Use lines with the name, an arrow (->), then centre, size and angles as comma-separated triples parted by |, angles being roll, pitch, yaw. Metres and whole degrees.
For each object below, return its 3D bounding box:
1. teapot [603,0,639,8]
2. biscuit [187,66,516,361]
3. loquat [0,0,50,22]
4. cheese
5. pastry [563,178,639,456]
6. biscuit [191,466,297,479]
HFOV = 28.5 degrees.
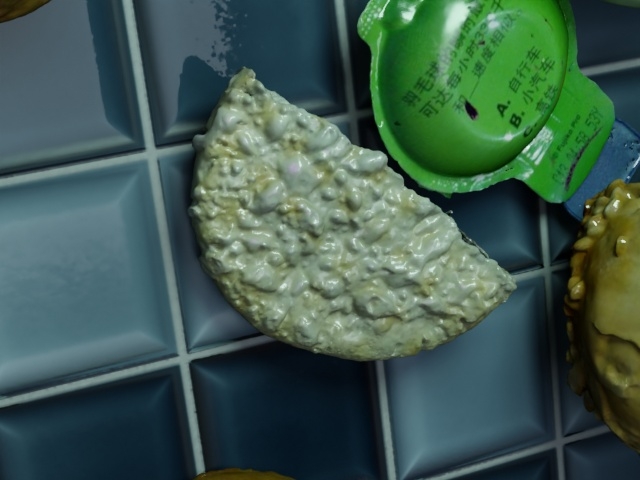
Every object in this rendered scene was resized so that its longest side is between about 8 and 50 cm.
teapot -> 0.190, -0.276, 0.945 | 0.318, 0.220, 0.149 | 15, 64, 13
biscuit -> 0.000, 0.000, 0.973 | 0.281, 0.084, 0.179 | 40, 105, -22
loquat -> -0.233, -0.245, 0.771 | 0.238, 0.193, 0.238 | 3, 79, -15
cheese -> 0.152, -0.115, 1.013 | 0.320, 0.083, 0.204 | 33, 87, -36
pastry -> 0.322, 0.034, 1.058 | 0.284, 0.184, 0.316 | 39, 83, -43
biscuit -> -0.075, 0.315, 1.048 | 0.261, 0.037, 0.262 | -5, 105, -20
